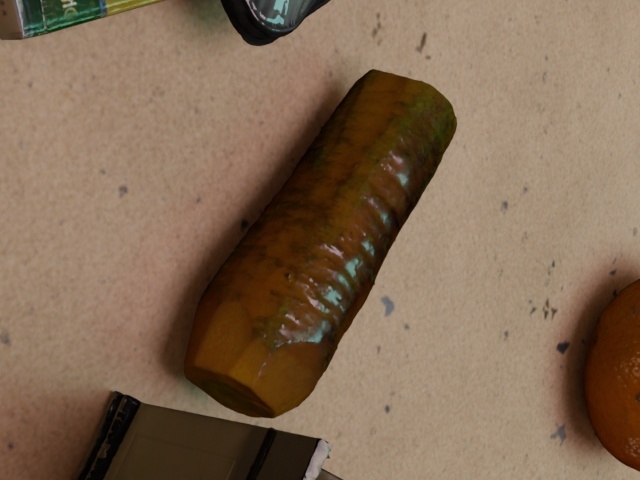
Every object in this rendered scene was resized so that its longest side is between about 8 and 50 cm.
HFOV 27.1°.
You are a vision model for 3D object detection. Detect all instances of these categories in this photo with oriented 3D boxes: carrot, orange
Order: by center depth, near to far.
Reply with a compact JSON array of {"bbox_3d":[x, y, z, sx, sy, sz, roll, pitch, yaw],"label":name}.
[{"bbox_3d":[0.000,0.000,1.056,0.114,0.114,0.302,53,57,-36],"label":"carrot"},{"bbox_3d":[0.385,0.145,1.417,0.224,0.170,0.224,-8,102,-42],"label":"orange"}]

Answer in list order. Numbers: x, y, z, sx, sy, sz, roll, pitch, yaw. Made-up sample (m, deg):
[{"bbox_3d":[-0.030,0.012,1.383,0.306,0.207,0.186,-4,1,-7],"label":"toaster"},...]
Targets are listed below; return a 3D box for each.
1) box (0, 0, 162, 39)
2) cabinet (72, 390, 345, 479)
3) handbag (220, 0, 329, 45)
[{"bbox_3d":[-0.135,-0.230,0.932,0.235,0.034,0.132,-26,114,-41],"label":"box"},{"bbox_3d":[-0.015,0.272,0.884,0.290,0.318,0.227,33,73,-23],"label":"cabinet"},{"bbox_3d":[-0.047,-0.317,0.941,0.191,0.075,0.332,-41,122,-32],"label":"handbag"}]
